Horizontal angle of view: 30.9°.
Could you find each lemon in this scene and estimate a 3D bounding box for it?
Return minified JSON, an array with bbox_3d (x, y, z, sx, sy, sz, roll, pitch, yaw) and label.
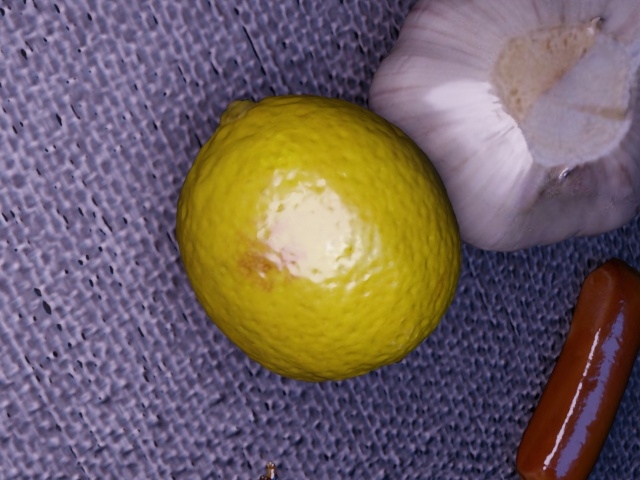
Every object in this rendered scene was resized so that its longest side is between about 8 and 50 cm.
[{"bbox_3d":[-0.001,0.000,1.046,0.267,0.267,0.267,-5,100,-30],"label":"lemon"}]

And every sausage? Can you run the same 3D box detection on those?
[{"bbox_3d":[0.314,0.164,1.351,0.089,0.083,0.300,25,83,-19],"label":"sausage"}]

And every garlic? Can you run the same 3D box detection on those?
[{"bbox_3d":[0.215,-0.140,1.144,0.317,0.259,0.318,-1,96,-12],"label":"garlic"}]

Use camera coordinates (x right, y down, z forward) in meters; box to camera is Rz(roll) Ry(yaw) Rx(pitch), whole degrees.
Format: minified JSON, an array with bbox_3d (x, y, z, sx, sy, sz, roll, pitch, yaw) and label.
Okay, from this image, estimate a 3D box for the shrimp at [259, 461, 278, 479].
[{"bbox_3d":[-0.036,0.284,1.195,0.091,0.025,0.127,-11,107,-29],"label":"shrimp"}]
